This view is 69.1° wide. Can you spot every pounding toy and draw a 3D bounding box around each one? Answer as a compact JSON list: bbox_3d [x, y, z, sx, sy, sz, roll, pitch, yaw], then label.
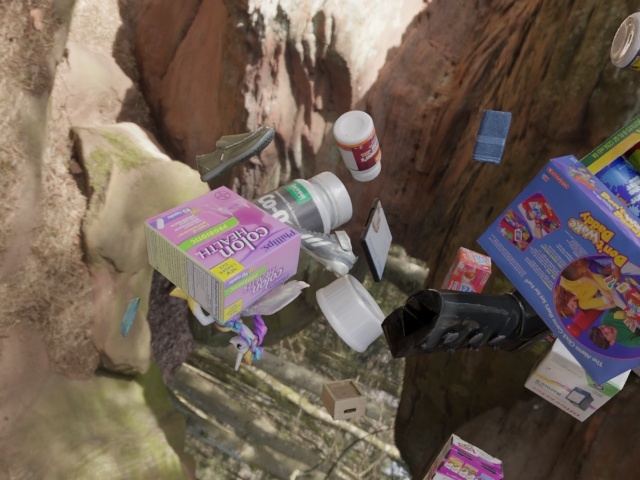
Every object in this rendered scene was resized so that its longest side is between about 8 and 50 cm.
[{"bbox_3d":[0.092,0.534,1.521,0.130,0.141,0.100,-143,-126,-64],"label":"pounding toy"}]

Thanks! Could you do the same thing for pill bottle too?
[{"bbox_3d":[0.788,-0.435,1.042,0.117,0.214,0.117,9,90,-85],"label":"pill bottle"},{"bbox_3d":[0.121,-0.285,1.442,0.121,0.121,0.221,-65,154,-19],"label":"pill bottle"},{"bbox_3d":[-0.099,-0.058,1.383,0.361,0.204,0.204,-29,145,-21],"label":"pill bottle"}]

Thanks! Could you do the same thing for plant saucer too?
[{"bbox_3d":[-0.540,0.215,1.312,0.119,0.021,0.119,-161,-90,-76],"label":"plant saucer"}]

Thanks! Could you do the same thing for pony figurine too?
[{"bbox_3d":[-0.255,0.199,1.548,0.351,0.363,0.303,-45,-173,-21],"label":"pony figurine"}]

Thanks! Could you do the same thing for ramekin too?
[{"bbox_3d":[0.121,0.255,1.690,0.135,0.277,0.277,-39,167,10],"label":"ramekin"}]

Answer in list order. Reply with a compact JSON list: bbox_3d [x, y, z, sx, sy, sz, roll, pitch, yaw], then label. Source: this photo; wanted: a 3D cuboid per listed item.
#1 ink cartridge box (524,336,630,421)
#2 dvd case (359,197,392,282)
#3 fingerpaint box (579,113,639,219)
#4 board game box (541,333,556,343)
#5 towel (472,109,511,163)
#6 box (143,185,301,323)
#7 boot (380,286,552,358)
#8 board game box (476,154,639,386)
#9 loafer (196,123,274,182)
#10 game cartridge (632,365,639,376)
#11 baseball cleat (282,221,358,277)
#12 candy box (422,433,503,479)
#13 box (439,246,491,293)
[{"bbox_3d":[0.606,0.319,1.109,0.093,0.154,0.212,-45,152,-27],"label":"ink cartridge box"},{"bbox_3d":[0.194,-0.005,1.590,0.180,0.022,0.253,67,29,-30],"label":"dvd case"},{"bbox_3d":[0.848,-0.085,1.253,0.445,0.371,0.163,-42,160,21],"label":"fingerpaint box"},{"bbox_3d":[0.663,0.232,1.323,0.194,0.060,0.194,-126,-139,-61],"label":"board game box"},{"bbox_3d":[0.395,-0.239,1.074,0.029,0.067,0.120,-54,154,-67],"label":"towel"},{"bbox_3d":[-0.203,0.017,0.974,0.213,0.243,0.117,-33,145,-41],"label":"box"},{"bbox_3d":[0.409,0.143,1.099,0.367,0.445,0.146,-62,-146,30],"label":"boot"},{"bbox_3d":[0.477,0.052,0.840,0.078,0.347,0.233,-15,150,-33],"label":"board game box"},{"bbox_3d":[-0.238,-0.247,1.250,0.087,0.251,0.094,60,15,-6],"label":"loafer"},{"bbox_3d":[0.905,0.247,1.311,0.297,0.198,0.062,-98,-176,-48],"label":"game cartridge"},{"bbox_3d":[0.000,0.000,1.154,0.109,0.206,0.072,-51,178,-7],"label":"baseball cleat"},{"bbox_3d":[0.403,0.707,1.359,0.233,0.159,0.071,-66,169,19],"label":"candy box"},{"bbox_3d":[0.567,0.173,1.851,0.123,0.128,0.257,-60,169,-56],"label":"box"}]
